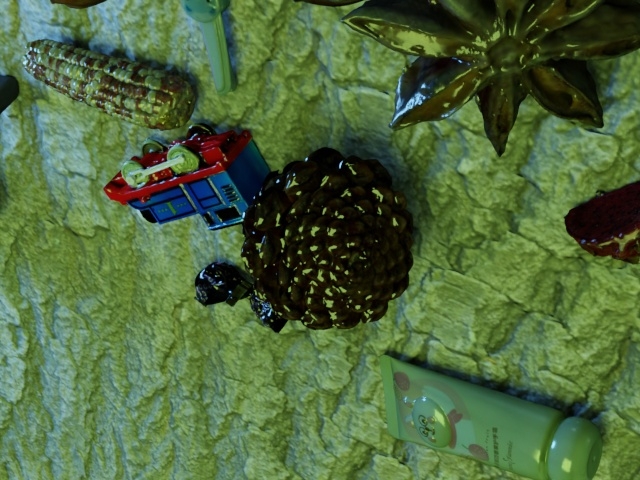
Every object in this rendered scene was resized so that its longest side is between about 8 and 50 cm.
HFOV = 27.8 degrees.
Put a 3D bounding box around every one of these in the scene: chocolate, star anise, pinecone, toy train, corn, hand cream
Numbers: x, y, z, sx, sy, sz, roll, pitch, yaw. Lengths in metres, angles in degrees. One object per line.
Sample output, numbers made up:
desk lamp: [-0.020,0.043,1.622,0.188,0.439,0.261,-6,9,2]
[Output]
chocolate: [-0.109,0.074,1.756,0.147,0.070,0.072,16,103,17]
star anise: [0.187,-0.221,1.293,0.331,0.118,0.332,-1,139,-1]
pinecone: [0.000,0.000,1.543,0.221,0.221,0.221,15,131,18]
toy train: [-0.168,-0.074,1.658,0.204,0.083,0.131,-13,119,36]
corn: [-0.269,-0.201,1.624,0.237,0.079,0.079,22,132,17]
hand cream: [0.216,0.241,1.698,0.305,0.093,0.147,14,130,31]

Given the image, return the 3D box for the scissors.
scissors: [-0.137,-0.287,1.509,0.125,0.030,0.256,6,125,27]

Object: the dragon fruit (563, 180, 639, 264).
dragon fruit: [0.343,-0.008,1.409,0.162,0.106,0.083,-19,115,35]

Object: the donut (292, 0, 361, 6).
donut: [0.001,-0.369,1.320,0.269,0.103,0.270,14,128,19]

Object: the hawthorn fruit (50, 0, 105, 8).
hawthorn fruit: [-0.285,-0.347,1.466,0.149,0.149,0.189,29,138,7]

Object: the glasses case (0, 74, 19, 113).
glasses case: [-0.471,-0.158,1.687,0.072,0.191,0.042,15,131,14]
